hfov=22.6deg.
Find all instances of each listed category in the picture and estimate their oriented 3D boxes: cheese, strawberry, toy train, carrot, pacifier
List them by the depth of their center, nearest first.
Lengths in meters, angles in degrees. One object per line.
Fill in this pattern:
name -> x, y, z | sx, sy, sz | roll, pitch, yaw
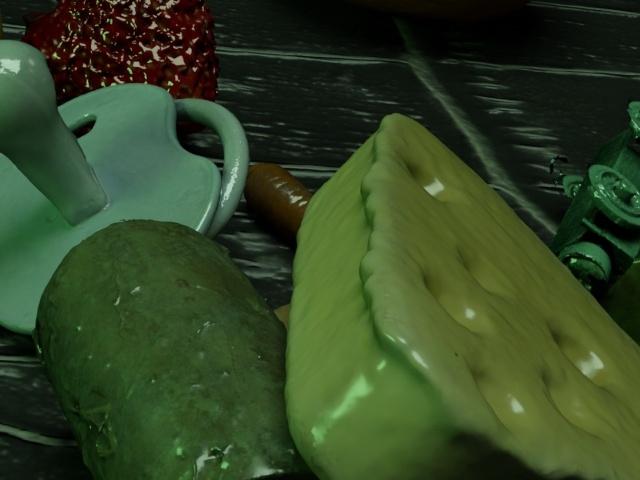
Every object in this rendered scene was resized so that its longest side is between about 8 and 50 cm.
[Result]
cheese -> 0.097, 0.090, 0.981 | 0.384, 0.104, 0.384 | 38, 20, -17
pacifier -> -0.190, -0.065, 1.226 | 0.238, 0.226, 0.287 | -33, 41, 3
carrot -> 0.000, 0.000, 1.376 | 0.048, 0.048, 0.216 | -12, 42, -35
toy train -> 0.287, -0.003, 1.431 | 0.189, 0.126, 0.307 | 46, 32, -4
strawberry -> -0.173, -0.160, 1.465 | 0.187, 0.184, 0.201 | -12, 46, -29

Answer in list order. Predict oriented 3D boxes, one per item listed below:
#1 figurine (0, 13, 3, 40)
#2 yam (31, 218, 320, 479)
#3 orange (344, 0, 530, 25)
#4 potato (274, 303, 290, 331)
figurine -> -0.388, -0.153, 1.388 | 0.192, 0.167, 0.257 | 33, 56, 11
yam -> -0.075, 0.115, 1.020 | 0.161, 0.161, 0.268 | -6, 38, -28
orange -> 0.135, -0.434, 1.896 | 0.424, 0.326, 0.424 | -7, 35, 5
potato -> 0.012, 0.090, 1.160 | 0.147, 0.112, 0.112 | 2, 30, -4
